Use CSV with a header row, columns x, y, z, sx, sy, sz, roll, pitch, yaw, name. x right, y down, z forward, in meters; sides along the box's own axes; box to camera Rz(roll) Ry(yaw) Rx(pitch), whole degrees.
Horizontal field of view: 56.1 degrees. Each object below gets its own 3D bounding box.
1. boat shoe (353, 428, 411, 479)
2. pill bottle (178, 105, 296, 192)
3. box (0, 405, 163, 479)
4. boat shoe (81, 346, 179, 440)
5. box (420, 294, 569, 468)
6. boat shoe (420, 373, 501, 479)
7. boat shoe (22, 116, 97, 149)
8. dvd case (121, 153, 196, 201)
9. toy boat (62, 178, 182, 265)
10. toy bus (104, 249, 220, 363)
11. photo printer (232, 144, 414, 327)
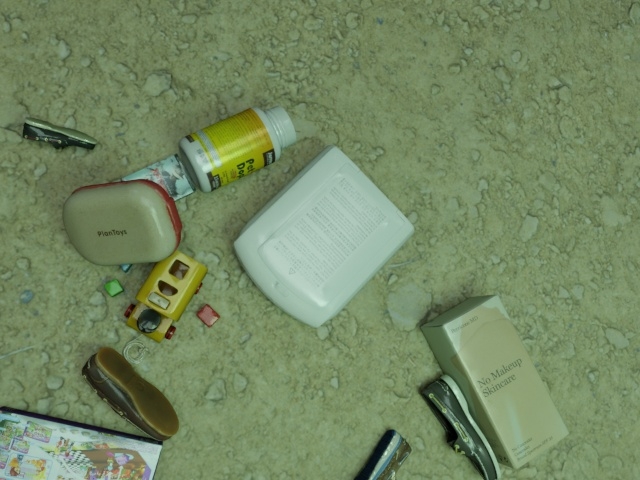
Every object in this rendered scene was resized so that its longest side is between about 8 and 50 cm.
x,y,z,sx,sy,sz,roll,pitch,yaw,name
0.117,0.464,1.170,0.066,0.066,0.183,39,75,-6,boat shoe
-0.160,-0.186,1.182,0.215,0.117,0.117,-28,88,-15,pill bottle
-0.448,0.424,1.052,0.293,0.057,0.201,17,77,-10,box
-0.347,0.288,1.096,0.073,0.073,0.207,-43,89,22,boat shoe
0.349,0.279,1.222,0.148,0.121,0.311,-28,88,-15,box
0.282,0.388,1.215,0.068,0.081,0.228,-26,81,-12,boat shoe
-0.497,-0.196,1.148,0.133,0.049,0.042,14,106,-17,boat shoe
-0.318,-0.110,1.188,0.119,0.013,0.087,-27,88,-16,dvd case
-0.348,-0.046,1.100,0.231,0.151,0.151,-4,114,20,toy boat
-0.293,0.109,1.112,0.191,0.104,0.202,-16,85,-14,toy bus
0.000,0.000,1.194,0.256,0.107,0.307,45,75,-3,photo printer
